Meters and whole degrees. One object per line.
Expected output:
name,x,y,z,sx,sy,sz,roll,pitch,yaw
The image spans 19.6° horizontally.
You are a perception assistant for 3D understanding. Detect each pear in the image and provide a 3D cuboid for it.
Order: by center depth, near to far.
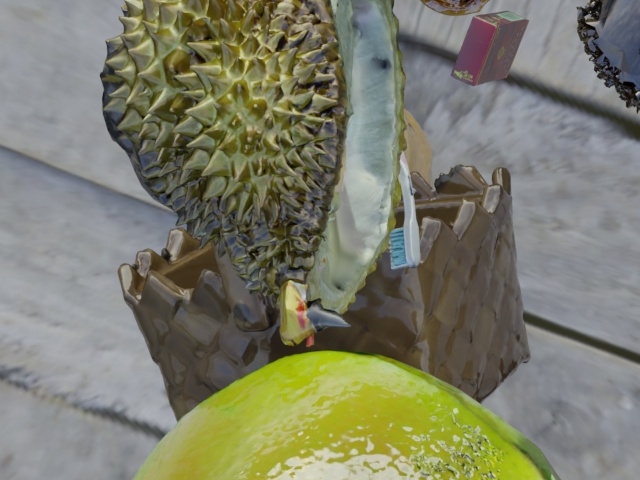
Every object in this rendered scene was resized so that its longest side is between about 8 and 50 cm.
pear,-0.009,0.285,1.268,0.398,0.165,0.399,4,102,19

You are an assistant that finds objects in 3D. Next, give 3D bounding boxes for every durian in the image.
durian,-0.038,-0.054,0.980,0.137,0.193,0.237,-4,59,15

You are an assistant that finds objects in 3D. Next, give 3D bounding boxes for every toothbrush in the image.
toothbrush,0.039,-0.081,1.097,0.022,0.017,0.204,-15,74,27

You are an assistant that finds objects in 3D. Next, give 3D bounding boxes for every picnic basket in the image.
picnic basket,0.000,0.000,1.463,0.291,0.254,0.321,-8,101,32

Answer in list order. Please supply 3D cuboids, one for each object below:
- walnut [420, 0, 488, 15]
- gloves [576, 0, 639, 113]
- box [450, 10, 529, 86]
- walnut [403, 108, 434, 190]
walnut,0.108,-0.252,1.592,0.091,0.052,0.121,-25,126,-7
gloves,0.316,-0.223,1.367,0.210,0.135,0.312,31,70,2
box,0.133,-0.151,1.451,0.023,0.082,0.051,25,108,18
walnut,-0.008,-0.071,1.773,0.225,0.225,0.261,-41,48,2
